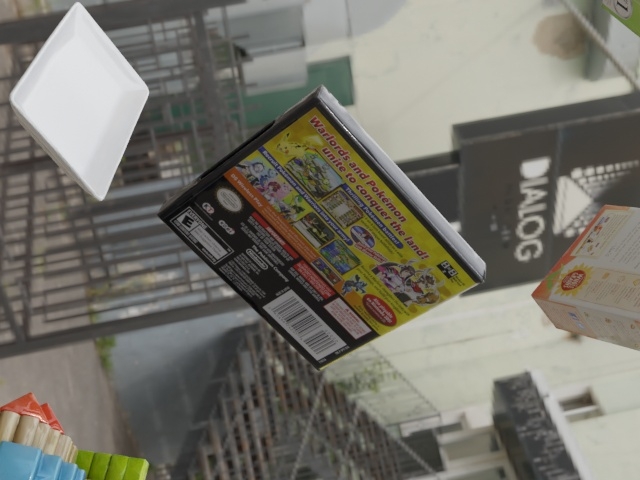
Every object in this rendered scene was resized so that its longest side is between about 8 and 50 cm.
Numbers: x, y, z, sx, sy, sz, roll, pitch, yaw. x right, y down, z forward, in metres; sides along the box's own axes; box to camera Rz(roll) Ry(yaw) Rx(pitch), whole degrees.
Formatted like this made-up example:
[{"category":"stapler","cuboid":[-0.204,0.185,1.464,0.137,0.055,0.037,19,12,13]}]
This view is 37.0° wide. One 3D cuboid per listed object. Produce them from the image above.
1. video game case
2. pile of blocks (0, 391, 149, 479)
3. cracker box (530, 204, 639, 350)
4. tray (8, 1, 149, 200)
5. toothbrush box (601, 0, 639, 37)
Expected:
[{"category":"video game case","cuboid":[0.000,0.000,1.047,0.275,0.248,0.035,46,33,-19]},{"category":"pile of blocks","cuboid":[-0.285,0.240,1.052,0.362,0.149,0.112,46,46,-48]},{"category":"cracker box","cuboid":[0.367,0.043,1.063,0.067,0.156,0.232,49,-15,-22]},{"category":"tray","cuboid":[-0.273,-0.161,1.087,0.145,0.030,0.270,52,23,-27]},{"category":"toothbrush box","cuboid":[0.396,-0.246,0.855,0.206,0.122,0.283,87,-22,-45]}]
